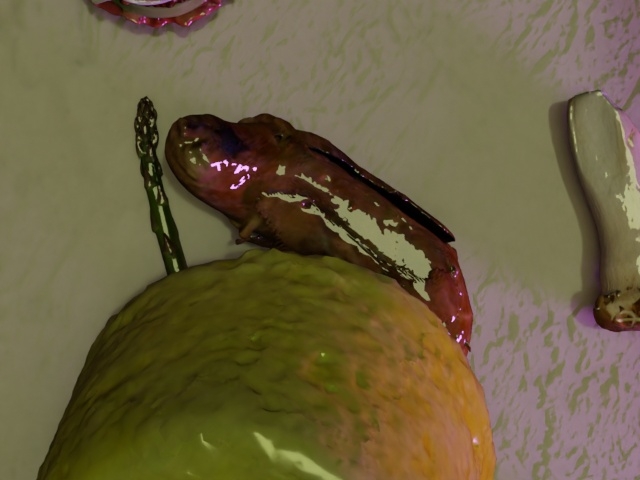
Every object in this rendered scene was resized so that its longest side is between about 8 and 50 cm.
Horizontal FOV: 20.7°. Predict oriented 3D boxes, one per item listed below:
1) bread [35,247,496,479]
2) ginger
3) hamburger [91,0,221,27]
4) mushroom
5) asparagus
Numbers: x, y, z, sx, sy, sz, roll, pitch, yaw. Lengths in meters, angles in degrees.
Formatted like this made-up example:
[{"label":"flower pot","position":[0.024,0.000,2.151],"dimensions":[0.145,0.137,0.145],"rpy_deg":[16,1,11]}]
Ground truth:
[{"label":"bread","position":[-0.050,0.208,1.287],"dimensions":[0.348,0.308,0.348],"rpy_deg":[4,114,9]},{"label":"ginger","position":[0.010,-0.007,1.417],"dimensions":[0.309,0.107,0.133],"rpy_deg":[40,55,-6]},{"label":"hamburger","position":[-0.135,-0.259,1.396],"dimensions":[0.175,0.137,0.175],"rpy_deg":[0,88,-3]},{"label":"mushroom","position":[0.252,-0.023,1.468],"dimensions":[0.084,0.071,0.209],"rpy_deg":[-14,88,23]},{"label":"asparagus","position":[-0.122,0.003,1.450],"dimensions":[0.025,0.024,0.248],"rpy_deg":[-14,91,-48]}]
